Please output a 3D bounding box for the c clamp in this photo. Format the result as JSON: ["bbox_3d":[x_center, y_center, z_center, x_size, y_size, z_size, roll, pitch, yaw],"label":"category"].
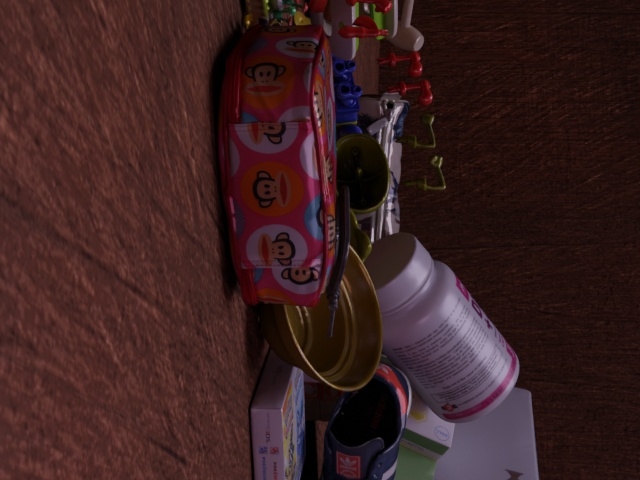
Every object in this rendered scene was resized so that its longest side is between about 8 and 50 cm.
[{"bbox_3d":[0.018,0.016,1.410,0.137,0.022,0.160,103,-8,-49],"label":"c clamp"}]

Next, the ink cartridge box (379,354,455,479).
[{"bbox_3d":[0.121,0.304,1.789,0.056,0.171,0.235,-58,-171,42],"label":"ink cartridge box"}]

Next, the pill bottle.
[{"bbox_3d":[0.167,0.132,1.731,0.283,0.160,0.160,50,27,-25],"label":"pill bottle"}]

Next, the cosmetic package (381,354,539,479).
[{"bbox_3d":[0.175,0.474,2.022,0.327,0.330,0.393,-76,180,-61],"label":"cosmetic package"}]

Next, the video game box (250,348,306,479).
[{"bbox_3d":[-0.054,0.257,1.518,0.205,0.048,0.187,-74,161,-68],"label":"video game box"}]

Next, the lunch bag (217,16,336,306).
[{"bbox_3d":[-0.035,-0.095,1.282,0.258,0.120,0.293,-77,166,-64],"label":"lunch bag"}]

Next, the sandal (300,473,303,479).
[{"bbox_3d":[-0.028,0.493,1.488,0.445,0.107,0.167,-84,174,-54],"label":"sandal"}]

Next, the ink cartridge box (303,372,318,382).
[{"bbox_3d":[-0.001,0.152,1.732,0.135,0.099,0.056,-79,170,-52],"label":"ink cartridge box"}]

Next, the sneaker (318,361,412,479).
[{"bbox_3d":[0.046,0.341,1.630,0.148,0.131,0.350,48,50,-72],"label":"sneaker"}]

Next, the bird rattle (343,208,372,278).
[{"bbox_3d":[-0.021,0.044,1.650,0.253,0.143,0.206,134,-30,-80],"label":"bird rattle"}]

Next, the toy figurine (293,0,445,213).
[{"bbox_3d":[0.059,-0.192,1.811,0.217,0.191,0.362,119,-41,-71],"label":"toy figurine"}]

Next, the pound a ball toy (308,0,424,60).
[{"bbox_3d":[0.067,-0.454,1.933,0.208,0.136,0.319,-34,135,-37],"label":"pound a ball toy"}]

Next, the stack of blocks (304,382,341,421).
[{"bbox_3d":[0.016,0.184,1.944,0.297,0.087,0.171,-78,168,-61],"label":"stack of blocks"}]

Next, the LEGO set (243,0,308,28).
[{"bbox_3d":[-0.038,-0.334,1.273,0.132,0.107,0.287,-77,166,-64],"label":"LEGO set"}]

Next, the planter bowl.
[{"bbox_3d":[-0.016,0.096,1.471,0.217,0.090,0.217,29,53,-47],"label":"planter bowl"}]

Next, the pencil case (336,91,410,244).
[{"bbox_3d":[0.092,-0.090,2.251,0.183,0.160,0.410,153,-61,-78],"label":"pencil case"}]
